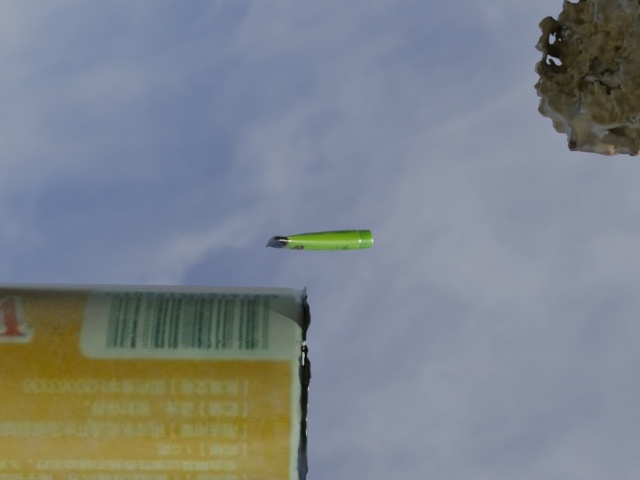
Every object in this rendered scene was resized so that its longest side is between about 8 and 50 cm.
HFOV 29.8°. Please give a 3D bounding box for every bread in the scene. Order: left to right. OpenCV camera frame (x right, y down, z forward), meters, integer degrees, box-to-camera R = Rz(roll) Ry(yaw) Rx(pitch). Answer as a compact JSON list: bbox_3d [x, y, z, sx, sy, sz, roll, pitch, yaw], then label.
[{"bbox_3d":[0.365,-0.213,1.312,0.274,0.149,0.274,-20,-115,50],"label":"bread"}]

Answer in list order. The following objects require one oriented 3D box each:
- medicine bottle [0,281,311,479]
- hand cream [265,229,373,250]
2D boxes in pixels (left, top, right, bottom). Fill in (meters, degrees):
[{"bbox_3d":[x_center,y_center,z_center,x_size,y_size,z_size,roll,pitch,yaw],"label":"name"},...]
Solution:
[{"bbox_3d":[-0.217,0.064,0.518,0.426,0.108,0.108,2,-138,-1],"label":"medicine bottle"},{"bbox_3d":[0.000,0.000,1.360,0.036,0.122,0.023,150,-63,-66],"label":"hand cream"}]
